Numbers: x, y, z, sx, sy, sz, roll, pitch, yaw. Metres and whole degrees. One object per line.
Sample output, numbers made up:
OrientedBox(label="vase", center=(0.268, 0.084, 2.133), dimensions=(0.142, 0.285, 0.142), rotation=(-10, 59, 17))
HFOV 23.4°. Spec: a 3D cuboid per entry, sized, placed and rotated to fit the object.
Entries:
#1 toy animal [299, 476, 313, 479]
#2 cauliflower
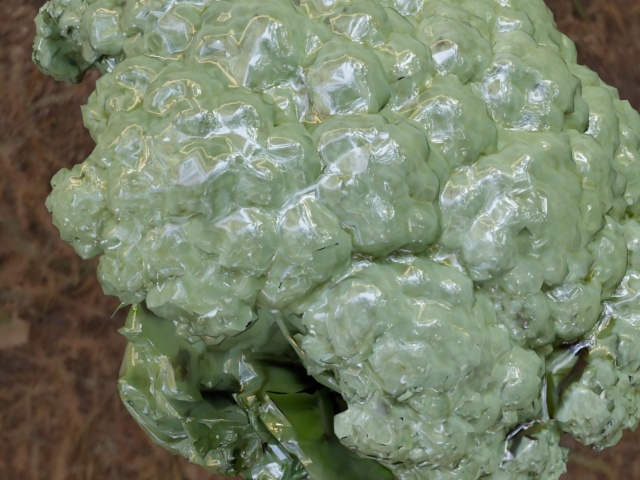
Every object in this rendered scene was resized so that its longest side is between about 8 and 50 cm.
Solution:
OrientedBox(label="toy animal", center=(0.023, 0.173, 0.883), dimensions=(0.082, 0.269, 0.137), rotation=(-50, 140, 4))
OrientedBox(label="cauliflower", center=(0.000, 0.000, 0.636), dimensions=(0.272, 0.275, 0.250), rotation=(19, 128, -15))
